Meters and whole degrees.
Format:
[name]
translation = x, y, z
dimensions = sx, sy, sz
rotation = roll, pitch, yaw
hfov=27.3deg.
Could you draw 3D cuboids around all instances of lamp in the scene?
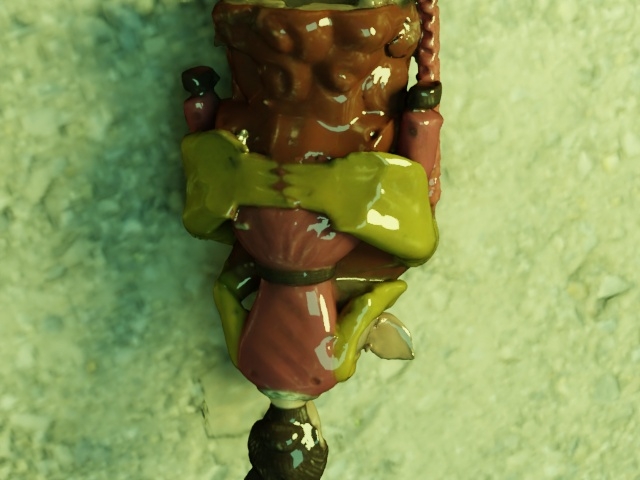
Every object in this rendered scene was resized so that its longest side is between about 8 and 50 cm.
[lamp]
translation = 0.000, 0.000, 0.605
dimensions = 0.118, 0.118, 0.253
rotation = -9, 109, -21
